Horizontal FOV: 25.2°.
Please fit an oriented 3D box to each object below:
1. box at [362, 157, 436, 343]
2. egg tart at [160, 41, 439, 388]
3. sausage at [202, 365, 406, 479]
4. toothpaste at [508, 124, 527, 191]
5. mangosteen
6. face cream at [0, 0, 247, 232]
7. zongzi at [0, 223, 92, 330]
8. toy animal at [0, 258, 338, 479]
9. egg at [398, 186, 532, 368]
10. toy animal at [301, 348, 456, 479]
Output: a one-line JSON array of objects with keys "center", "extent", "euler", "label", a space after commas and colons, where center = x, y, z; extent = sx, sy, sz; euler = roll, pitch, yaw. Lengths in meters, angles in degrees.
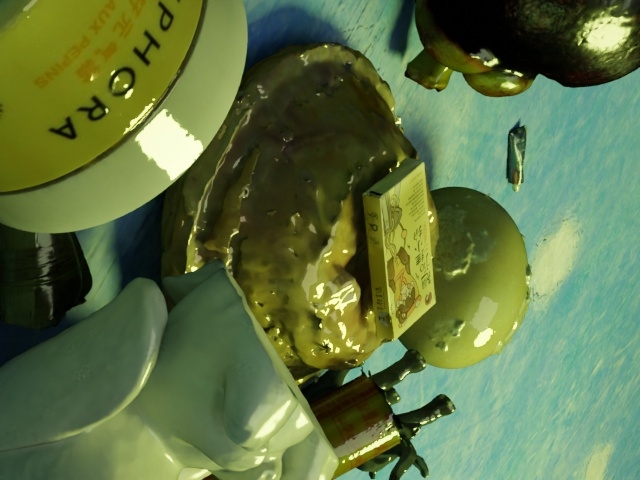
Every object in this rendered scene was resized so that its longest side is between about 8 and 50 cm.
[{"center": [0.068, 0.011, 1.220], "extent": [0.073, 0.020, 0.149], "euler": [-40, 133, -44], "label": "box"}, {"center": [0.000, 0.000, 1.268], "extent": [0.352, 0.150, 0.352], "euler": [-36, 135, -45], "label": "egg tart"}, {"center": [-0.100, 0.225, 1.223], "extent": [0.371, 0.082, 0.082], "euler": [-26, 136, -16], "label": "sausage"}, {"center": [0.232, -0.095, 1.688], "extent": [0.027, 0.019, 0.083], "euler": [-22, 127, -28], "label": "toothpaste"}, {"center": [0.197, -0.244, 1.337], "extent": [0.302, 0.275, 0.275], "euler": [-40, 158, 22], "label": "mangosteen"}, {"center": [-0.176, -0.137, 0.816], "extent": [0.218, 0.218, 0.179], "euler": [-60, 148, -11], "label": "face cream"}, {"center": [-0.199, -0.022, 1.050], "extent": [0.130, 0.062, 0.154], "euler": [-42, 131, -70], "label": "zongzi"}, {"center": [-0.147, 0.146, 1.075], "extent": [0.265, 0.206, 0.272], "euler": [-29, 154, 0], "label": "toy animal"}, {"center": [0.134, 0.038, 1.477], "extent": [0.164, 0.164, 0.201], "euler": [69, 20, -50], "label": "egg"}, {"center": [0.060, 0.174, 1.402], "extent": [0.137, 0.269, 0.082], "euler": [-36, 108, -18], "label": "toy animal"}]
